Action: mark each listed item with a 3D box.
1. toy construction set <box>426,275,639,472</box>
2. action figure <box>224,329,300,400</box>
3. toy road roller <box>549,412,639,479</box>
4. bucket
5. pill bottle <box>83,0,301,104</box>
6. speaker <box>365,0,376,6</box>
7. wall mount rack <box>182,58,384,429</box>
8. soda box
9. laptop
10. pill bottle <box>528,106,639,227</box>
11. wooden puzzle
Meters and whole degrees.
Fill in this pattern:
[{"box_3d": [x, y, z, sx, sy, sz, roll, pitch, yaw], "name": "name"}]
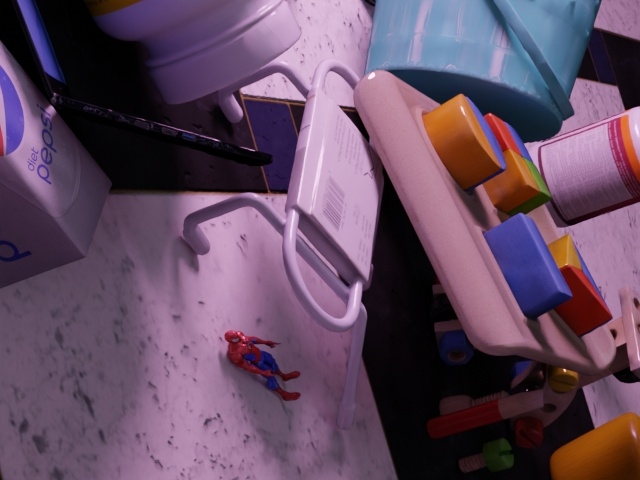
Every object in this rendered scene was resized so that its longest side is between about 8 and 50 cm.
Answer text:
[{"box_3d": [0.267, 0.127, 2.093, 0.257, 0.237, 0.309, 62, 27, -17], "name": "toy construction set"}, {"box_3d": [-0.055, 0.112, 1.702, 0.115, 0.030, 0.038, 39, 44, -45], "name": "action figure"}, {"box_3d": [0.408, 0.367, 2.267, 0.240, 0.202, 0.330, 39, 32, -28], "name": "toy road roller"}, {"box_3d": [0.185, -0.238, 2.125, 0.281, 0.281, 0.183, 30, 70, -54], "name": "bucket"}, {"box_3d": [-0.151, -0.299, 1.612, 0.334, 0.188, 0.188, 63, 26, -15], "name": "pill bottle"}, {"box_3d": [0.081, -0.354, 2.276, 0.055, 0.055, 0.136, 49, 33, -38], "name": "speaker"}, {"box_3d": [0.000, 0.000, 1.790, 0.304, 0.130, 0.350, 49, 32, -31], "name": "wall mount rack"}, {"box_3d": [-0.275, -0.099, 1.325, 0.286, 0.098, 0.091, 55, 29, -31], "name": "soda box"}, {"box_3d": [-0.152, -0.156, 1.458, 0.234, 0.264, 0.137, -139, -115, -86], "name": "laptop"}, {"box_3d": [0.347, -0.088, 2.426, 0.121, 0.221, 0.121, 44, 36, -43], "name": "pill bottle"}, {"box_3d": [0.196, -0.022, 1.907, 0.348, 0.080, 0.322, 12, 49, -62], "name": "wooden puzzle"}]
